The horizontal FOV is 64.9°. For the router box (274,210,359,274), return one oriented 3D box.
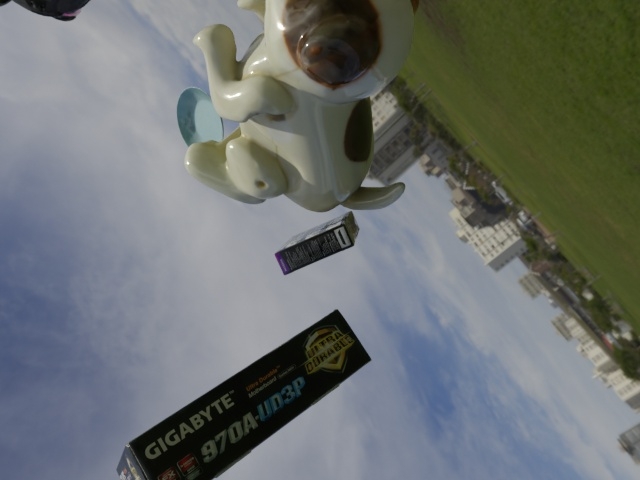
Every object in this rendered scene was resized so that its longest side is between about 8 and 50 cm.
[{"bbox_3d":[0.000,0.000,0.924,0.179,0.133,0.046,-53,-61,-77],"label":"router box"}]

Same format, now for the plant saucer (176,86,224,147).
[{"bbox_3d":[-0.315,-0.317,1.361,0.037,0.195,0.195,-28,-105,-44],"label":"plant saucer"}]

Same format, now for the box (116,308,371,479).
[{"bbox_3d":[-0.076,0.153,0.425,0.175,0.220,0.051,-27,-104,-32],"label":"box"}]

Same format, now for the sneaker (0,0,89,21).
[{"bbox_3d":[-0.420,-0.486,0.852,0.185,0.482,0.202,-59,-31,-42],"label":"sneaker"}]

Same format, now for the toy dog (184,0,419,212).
[{"bbox_3d":[-0.013,-0.227,0.779,0.395,0.408,0.284,41,-124,9],"label":"toy dog"}]
